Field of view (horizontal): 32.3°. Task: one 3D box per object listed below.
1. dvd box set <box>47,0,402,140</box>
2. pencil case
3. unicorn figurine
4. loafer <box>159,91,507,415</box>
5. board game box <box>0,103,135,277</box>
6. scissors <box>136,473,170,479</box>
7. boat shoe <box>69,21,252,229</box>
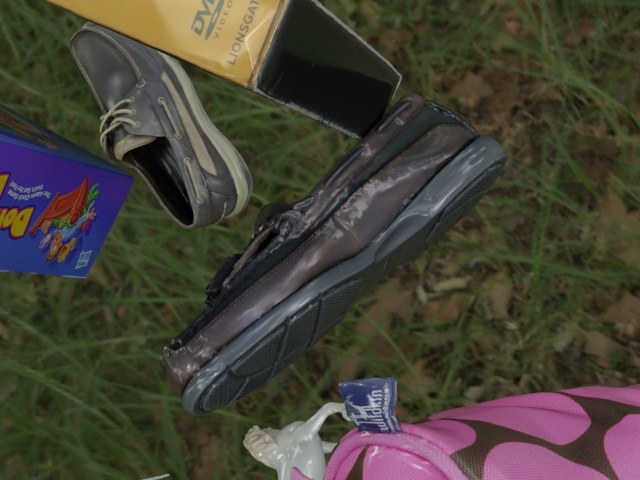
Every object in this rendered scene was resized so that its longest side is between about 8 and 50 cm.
[{"bbox_3d":[-0.170,-0.181,0.711,0.420,0.307,0.062,25,95,12],"label":"dvd box set"},{"bbox_3d":[0.097,0.084,0.380,0.098,0.209,0.095,2,93,54],"label":"pencil case"},{"bbox_3d":[-0.007,0.167,0.821,0.111,0.060,0.162,-17,26,12],"label":"unicorn figurine"},{"bbox_3d":[0.000,0.000,0.755,0.302,0.109,0.095,-37,73,-28],"label":"loafer"},{"bbox_3d":[-0.318,-0.094,0.675,0.347,0.233,0.078,28,94,18],"label":"board game box"},{"bbox_3d":[-0.310,0.285,1.177,0.297,0.109,0.021,-23,49,19],"label":"scissors"},{"bbox_3d":[-0.244,-0.168,1.582,0.355,0.130,0.132,49,132,1],"label":"boat shoe"}]
